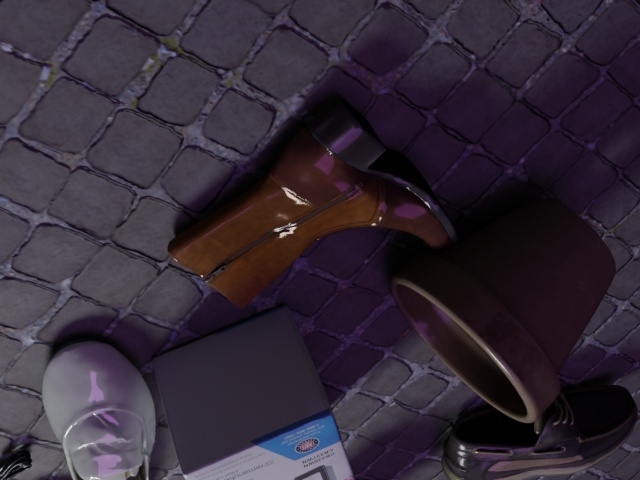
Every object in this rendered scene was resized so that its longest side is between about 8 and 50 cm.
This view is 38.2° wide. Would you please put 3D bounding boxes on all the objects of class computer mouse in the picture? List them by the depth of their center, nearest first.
[{"bbox_3d":[-0.464,0.278,1.189,0.106,0.042,0.193,-31,135,5],"label":"computer mouse"}]

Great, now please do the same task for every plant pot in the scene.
[{"bbox_3d":[0.258,0.069,1.218,0.229,0.263,0.263,-43,136,-9],"label":"plant pot"}]

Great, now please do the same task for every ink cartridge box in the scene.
[{"bbox_3d":[-0.077,0.271,1.251,0.198,0.197,0.270,-22,135,-5],"label":"ink cartridge box"}]

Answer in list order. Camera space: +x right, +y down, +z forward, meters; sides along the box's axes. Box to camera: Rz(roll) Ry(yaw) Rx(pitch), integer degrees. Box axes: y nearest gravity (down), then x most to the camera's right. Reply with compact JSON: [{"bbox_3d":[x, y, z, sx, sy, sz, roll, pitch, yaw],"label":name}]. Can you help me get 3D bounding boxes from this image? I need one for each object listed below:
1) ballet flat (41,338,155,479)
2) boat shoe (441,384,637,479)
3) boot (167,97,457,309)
[{"bbox_3d":[-0.279,0.303,1.236,0.139,0.139,0.400,-11,133,-15],"label":"ballet flat"},{"bbox_3d":[0.375,0.318,1.551,0.355,0.132,0.130,-19,135,-10],"label":"boat shoe"},{"bbox_3d":[0.000,0.000,1.119,0.280,0.096,0.264,-41,134,14],"label":"boot"}]
